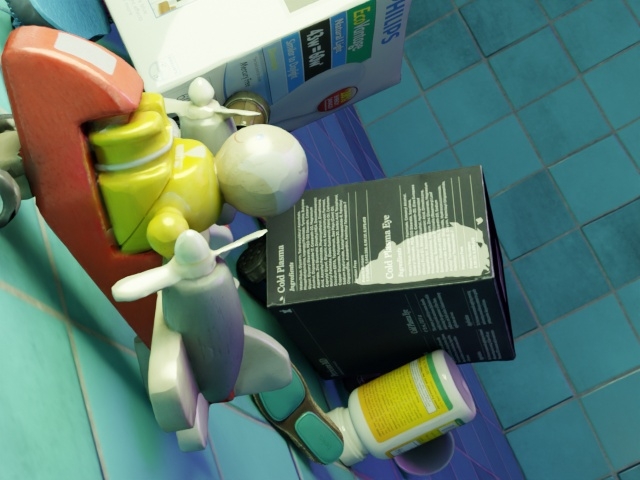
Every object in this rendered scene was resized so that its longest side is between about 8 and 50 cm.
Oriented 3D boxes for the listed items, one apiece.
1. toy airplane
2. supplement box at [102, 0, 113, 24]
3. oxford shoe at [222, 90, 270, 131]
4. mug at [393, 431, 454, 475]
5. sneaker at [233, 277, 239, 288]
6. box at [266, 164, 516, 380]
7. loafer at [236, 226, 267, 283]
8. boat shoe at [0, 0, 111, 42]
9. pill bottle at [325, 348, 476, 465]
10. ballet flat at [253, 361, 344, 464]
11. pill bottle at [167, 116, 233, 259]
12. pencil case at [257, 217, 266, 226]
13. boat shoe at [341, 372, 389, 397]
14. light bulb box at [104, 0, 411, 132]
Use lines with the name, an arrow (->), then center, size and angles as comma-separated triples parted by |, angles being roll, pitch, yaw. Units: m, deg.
toy airplane -> -0.122, 0.001, 1.040 | 0.386, 0.272, 0.384 | 65, 11, 19
supplement box -> -0.260, -0.401, 1.531 | 0.114, 0.220, 0.111 | 63, 11, 10
oxford shoe -> -0.135, -0.076, 1.409 | 0.083, 0.227, 0.096 | 19, 31, -9
mug -> 0.170, 0.323, 2.011 | 0.150, 0.113, 0.169 | 61, 8, -14
sneaker -> -0.131, 0.098, 1.379 | 0.158, 0.061, 0.064 | -92, 178, -65
box -> 0.112, 0.060, 1.644 | 0.343, 0.313, 0.179 | 61, 23, -62
loafer -> -0.075, 0.031, 1.688 | 0.078, 0.076, 0.223 | 51, 9, -6
boat shoe -> -0.315, -0.251, 1.284 | 0.258, 0.089, 0.109 | -3, 75, -83
pill bottle -> 0.115, 0.256, 1.653 | 0.117, 0.208, 0.117 | 58, 13, -21
ballet flat -> -0.043, 0.217, 1.458 | 0.067, 0.073, 0.206 | 27, -28, 58
pill bottle -> -0.183, -0.054, 1.330 | 0.180, 0.108, 0.108 | 66, 12, 24
pencil case -> 0.000, 0.000, 1.904 | 0.236, 0.104, 0.104 | 45, 10, 6
boat shoe -> 0.080, 0.176, 1.895 | 0.335, 0.112, 0.095 | -116, -159, -50
light bulb box -> -0.084, -0.298, 1.512 | 0.358, 0.361, 0.225 | 83, -18, -77
